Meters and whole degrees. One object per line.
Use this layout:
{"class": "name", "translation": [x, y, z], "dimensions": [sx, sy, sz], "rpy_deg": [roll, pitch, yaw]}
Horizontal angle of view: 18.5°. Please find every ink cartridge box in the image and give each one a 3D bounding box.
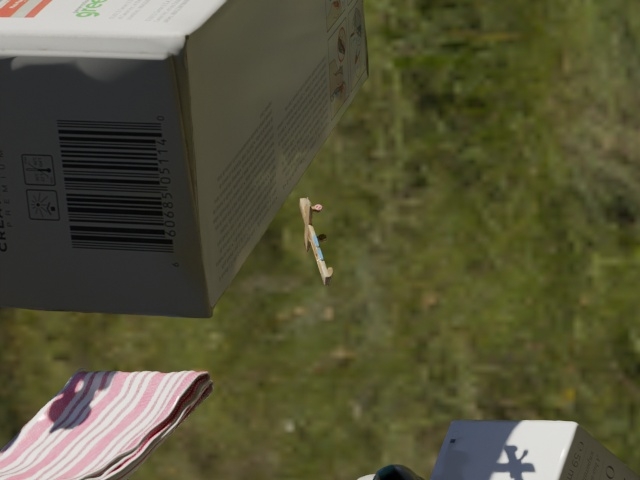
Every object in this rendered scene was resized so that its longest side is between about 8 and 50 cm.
{"class": "ink cartridge box", "translation": [-0.141, -0.091, 0.961], "dimensions": [0.309, 0.272, 0.130], "rpy_deg": [-58, -32, -62]}

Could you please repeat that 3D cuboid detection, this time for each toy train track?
{"class": "toy train track", "translation": [0.000, 0.000, 1.454], "dimensions": [0.048, 0.014, 0.083], "rpy_deg": [94, 165, -45]}

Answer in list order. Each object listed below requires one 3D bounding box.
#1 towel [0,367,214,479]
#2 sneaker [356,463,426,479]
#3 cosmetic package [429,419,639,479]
{"class": "towel", "translation": [-0.182, 0.147, 1.509], "dimensions": [0.144, 0.197, 0.029], "rpy_deg": [-45, -66, -30]}
{"class": "sneaker", "translation": [0.049, 0.155, 1.101], "dimensions": [0.191, 0.071, 0.083], "rpy_deg": [-140, 28, -71]}
{"class": "cosmetic package", "translation": [0.182, 0.291, 1.546], "dimensions": [0.225, 0.138, 0.224], "rpy_deg": [40, -118, -35]}
